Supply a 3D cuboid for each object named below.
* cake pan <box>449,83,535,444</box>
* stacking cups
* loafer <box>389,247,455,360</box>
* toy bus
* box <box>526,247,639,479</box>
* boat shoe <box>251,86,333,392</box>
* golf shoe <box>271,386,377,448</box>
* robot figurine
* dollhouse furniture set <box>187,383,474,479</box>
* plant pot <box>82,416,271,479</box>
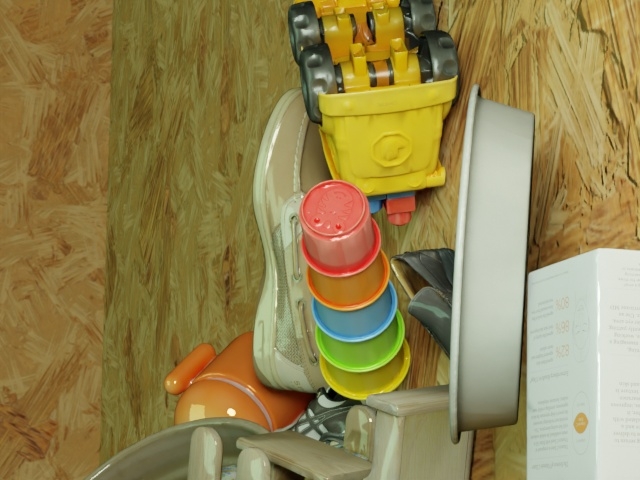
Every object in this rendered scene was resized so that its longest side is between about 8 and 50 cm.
[{"bbox_3d":[0.141,0.020,1.575,0.293,0.054,0.293,3,-90,-84],"label":"cake pan"},{"bbox_3d":[0.031,0.040,1.856,0.316,0.096,0.096,80,-177,-58],"label":"stacking cups"},{"bbox_3d":[0.110,0.067,1.820,0.170,0.061,0.062,-113,31,-56],"label":"loafer"},{"bbox_3d":[0.055,-0.130,1.951,0.220,0.149,0.211,-106,9,-54],"label":"toy bus"},{"bbox_3d":[0.214,0.100,1.401,0.130,0.091,0.170,153,119,-71],"label":"box"},{"bbox_3d":[0.000,0.000,2.164,0.110,0.121,0.341,3,94,37],"label":"boat shoe"},{"bbox_3d":[0.010,0.204,2.123,0.198,0.077,0.094,-8,66,57],"label":"golf shoe"},{"bbox_3d":[-0.090,0.190,2.270,0.128,0.219,0.158,-25,103,38],"label":"robot figurine"},{"bbox_3d":[0.024,0.199,1.850,0.242,0.212,0.161,16,105,47],"label":"dollhouse furniture set"},{"bbox_3d":[-0.116,0.400,2.087,0.280,0.323,0.323,59,180,-27],"label":"plant pot"}]
